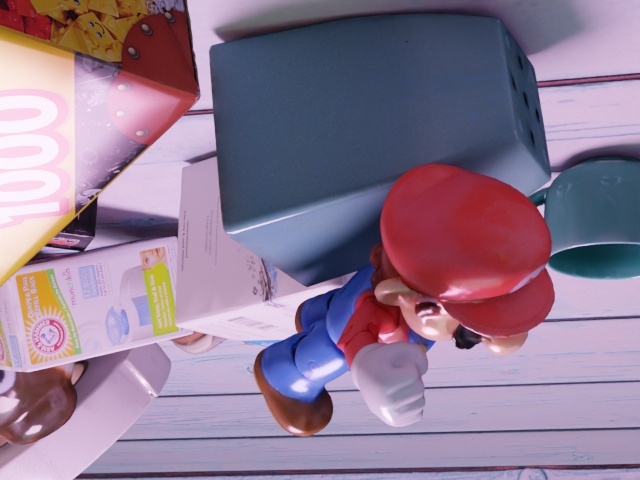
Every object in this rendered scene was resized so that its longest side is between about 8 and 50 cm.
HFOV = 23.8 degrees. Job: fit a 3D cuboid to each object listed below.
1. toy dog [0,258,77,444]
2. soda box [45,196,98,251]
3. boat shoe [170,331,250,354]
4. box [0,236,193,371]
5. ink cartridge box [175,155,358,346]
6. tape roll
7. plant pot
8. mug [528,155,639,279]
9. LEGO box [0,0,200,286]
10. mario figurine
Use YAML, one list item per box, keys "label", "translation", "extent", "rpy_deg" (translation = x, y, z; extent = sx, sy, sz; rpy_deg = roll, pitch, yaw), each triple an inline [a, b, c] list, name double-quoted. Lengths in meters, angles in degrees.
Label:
- label: "toy dog"
  translation: [-0.458, 0.174, 1.888]
  extent: [0.395, 0.285, 0.408]
  rpy_deg: [4, 164, -36]
- label: "soda box"
  translation: [-0.321, -0.030, 1.589]
  extent: [0.168, 0.053, 0.060]
  rpy_deg: [7, 162, -19]
- label: "boat shoe"
  translation: [-0.124, 0.050, 1.766]
  extent: [0.116, 0.123, 0.324]
  rpy_deg: [45, 154, -15]
- label: "box"
  translation: [-0.258, 0.069, 1.666]
  extent: [0.203, 0.114, 0.103]
  rpy_deg: [-11, -176, -31]
- label: "ink cartridge box"
  translation: [0.000, 0.000, 1.465]
  extent: [0.232, 0.168, 0.171]
  rpy_deg: [-15, 157, 42]
- label: "tape roll"
  translation: [-0.372, 0.253, 2.033]
  extent: [0.072, 0.392, 0.392]
  rpy_deg: [53, 143, -12]
- label: "plant pot"
  translation: [0.055, -0.085, 1.224]
  extent: [0.234, 0.166, 0.165]
  rpy_deg: [-14, 158, 21]
- label: "mug"
  translation: [0.270, -0.027, 1.476]
  extent: [0.157, 0.097, 0.129]
  rpy_deg: [9, 162, -20]
- label: "LEGO box"
  translation: [-0.375, -0.082, 0.985]
  extent: [0.372, 0.193, 0.500]
  rpy_deg: [15, 141, -37]
- label: "mario figurine"
  translation: [0.079, 0.070, 1.163]
  extent: [0.170, 0.198, 0.320]
  rpy_deg: [14, 153, -23]
